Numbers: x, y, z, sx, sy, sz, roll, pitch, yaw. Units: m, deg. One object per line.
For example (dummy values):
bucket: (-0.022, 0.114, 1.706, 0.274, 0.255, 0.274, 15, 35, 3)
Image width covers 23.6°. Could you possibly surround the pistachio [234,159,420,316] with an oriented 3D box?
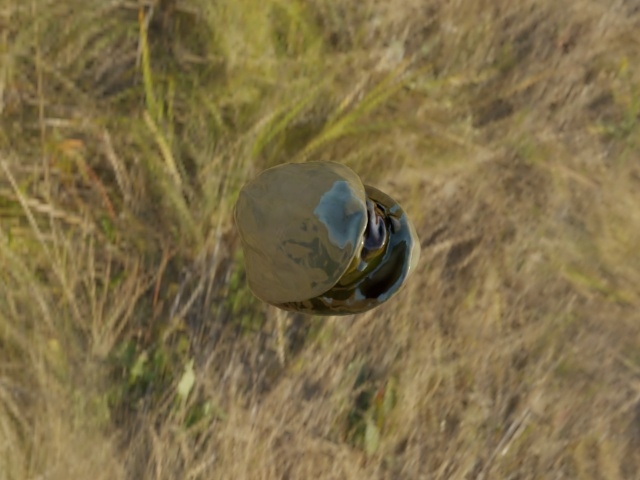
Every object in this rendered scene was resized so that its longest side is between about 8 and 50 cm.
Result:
pistachio: (0.000, 0.000, 1.281, 0.129, 0.206, 0.131, 24, 86, -28)
